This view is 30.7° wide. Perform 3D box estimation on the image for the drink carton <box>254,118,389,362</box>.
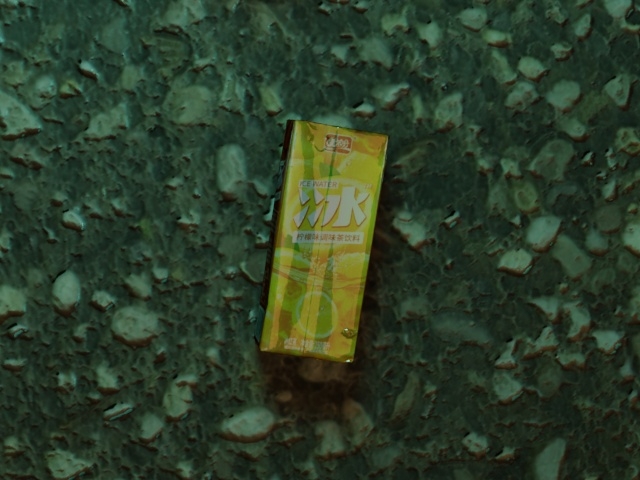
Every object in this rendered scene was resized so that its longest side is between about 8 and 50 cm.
[{"bbox_3d":[0.000,0.000,1.121,0.096,0.071,0.222,8,94,-8],"label":"drink carton"}]
